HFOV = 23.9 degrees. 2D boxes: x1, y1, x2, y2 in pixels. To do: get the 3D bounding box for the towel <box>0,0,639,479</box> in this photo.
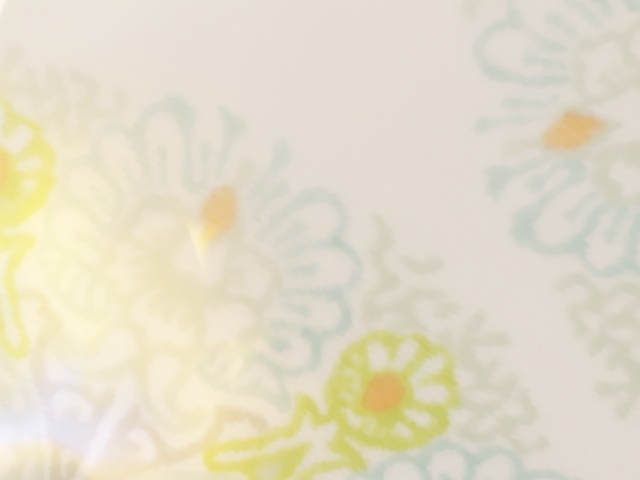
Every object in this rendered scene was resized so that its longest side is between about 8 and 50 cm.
[{"bbox_3d":[0.000,0.000,0.521,0.374,0.321,0.090,-63,178,16],"label":"towel"}]
